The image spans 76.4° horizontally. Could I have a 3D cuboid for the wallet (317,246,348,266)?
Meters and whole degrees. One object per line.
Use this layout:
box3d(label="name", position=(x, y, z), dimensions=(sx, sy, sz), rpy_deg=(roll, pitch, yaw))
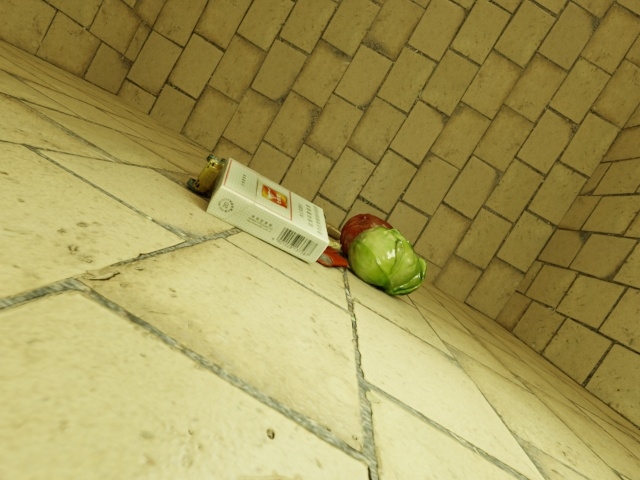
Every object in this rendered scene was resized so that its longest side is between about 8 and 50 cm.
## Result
box3d(label="wallet", position=(0.011, 0.044, 1.365), dimensions=(0.142, 0.045, 0.204), rpy_deg=(31, 5, 18))

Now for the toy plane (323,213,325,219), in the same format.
box3d(label="toy plane", position=(-0.052, -0.126, 2.195), dimensions=(0.254, 0.105, 0.271), rpy_deg=(35, 6, 29))

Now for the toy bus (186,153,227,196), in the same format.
box3d(label="toy bus", position=(-0.327, -0.198, 1.364), dimensions=(0.123, 0.121, 0.335), rpy_deg=(37, 4, -6))

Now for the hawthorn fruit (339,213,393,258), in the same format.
box3d(label="hawthorn fruit", position=(0.212, 0.001, 1.828), dimensions=(0.258, 0.258, 0.261), rpy_deg=(21, 39, -60))

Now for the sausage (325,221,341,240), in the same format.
box3d(label="sausage", position=(0.003, -0.091, 2.407), dimensions=(0.301, 0.065, 0.066), rpy_deg=(31, 5, 19))

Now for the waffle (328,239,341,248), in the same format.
box3d(label="waffle", position=(0.000, 0.000, 1.341), dimensions=(0.153, 0.023, 0.097), rpy_deg=(23, 5, -4))

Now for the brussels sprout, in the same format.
box3d(label="brussels sprout", position=(0.239, 0.069, 1.473), dimensions=(0.294, 0.227, 0.259), rpy_deg=(26, -13, 39))

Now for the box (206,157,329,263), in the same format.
box3d(label="box", position=(-0.143, -0.085, 1.158), dimensions=(0.330, 0.095, 0.210), rpy_deg=(26, 25, -20))
